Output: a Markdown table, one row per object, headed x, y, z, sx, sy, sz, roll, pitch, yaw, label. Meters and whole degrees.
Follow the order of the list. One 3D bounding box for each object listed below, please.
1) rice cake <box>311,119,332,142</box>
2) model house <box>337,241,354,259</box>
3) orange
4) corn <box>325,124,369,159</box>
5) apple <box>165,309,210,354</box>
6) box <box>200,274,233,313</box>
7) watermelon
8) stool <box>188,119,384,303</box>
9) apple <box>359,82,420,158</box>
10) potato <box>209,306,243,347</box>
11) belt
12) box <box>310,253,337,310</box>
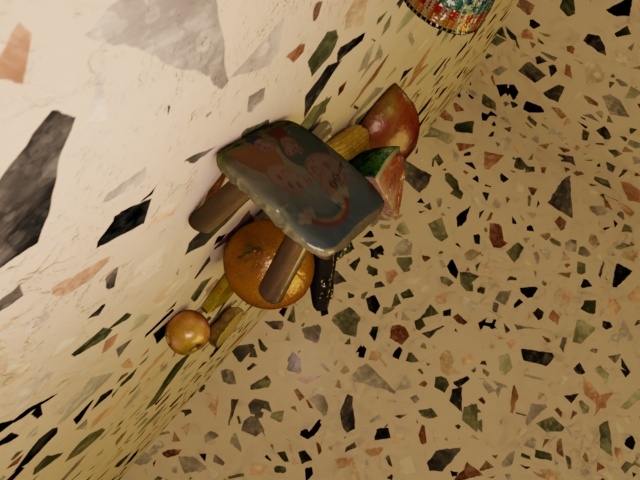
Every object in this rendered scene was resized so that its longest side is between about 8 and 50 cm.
| x | y | z | sx | sy | sz | roll | pitch | yaw | label |
| --- | --- | --- | --- | --- | --- | --- | --- | --- | --- |
| -0.062 | -0.224 | 1.402 | 0.256 | 0.052 | 0.057 | -48 | -157 | -18 | rice cake |
| -0.051 | 0.033 | 2.060 | 0.266 | 0.261 | 0.321 | -46 | 167 | -8 | model house |
| -0.149 | 0.068 | 1.517 | 0.274 | 0.274 | 0.274 | -49 | 174 | -7 | orange |
| 0.077 | -0.305 | 1.703 | 0.244 | 0.093 | 0.093 | -42 | 170 | -46 | corn |
| -0.413 | 0.281 | 1.624 | 0.146 | 0.146 | 0.146 | -49 | 174 | -7 | apple |
| -0.305 | 0.130 | 1.840 | 0.279 | 0.041 | 0.153 | -53 | 174 | 20 | box |
| 0.164 | -0.220 | 1.813 | 0.319 | 0.292 | 0.222 | 39 | 67 | -47 | watermelon |
| -0.069 | -0.065 | 1.121 | 0.310 | 0.310 | 0.226 | -38 | 167 | -50 | stool |
| 0.228 | -0.395 | 1.949 | 0.254 | 0.179 | 0.346 | 6 | 134 | -34 | apple |
| -0.416 | 0.360 | 2.245 | 0.200 | 0.081 | 0.164 | -49 | 166 | -32 | potato |
| 0.300 | -0.577 | 1.173 | 0.295 | 0.206 | 0.160 | -64 | -179 | -43 | belt |
| 0.000 | 0.000 | 1.693 | 0.359 | 0.091 | 0.350 | -95 | -173 | -47 | box |
